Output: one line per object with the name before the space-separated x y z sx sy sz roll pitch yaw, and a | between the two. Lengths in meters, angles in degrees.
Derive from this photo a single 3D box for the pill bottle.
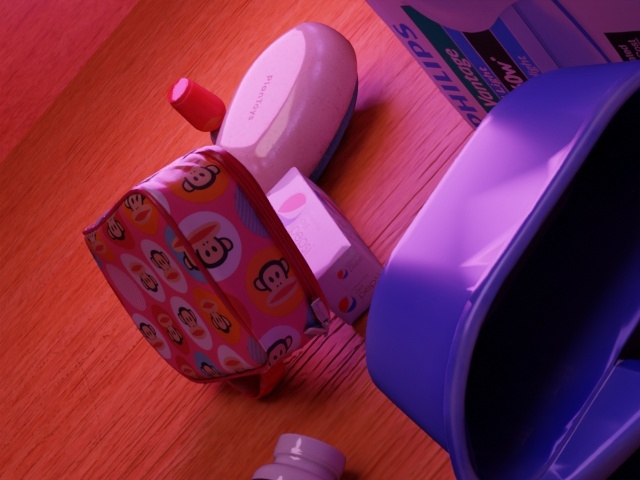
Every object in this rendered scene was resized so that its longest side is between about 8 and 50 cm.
pill bottle | -0.031 0.249 0.802 0.086 0.086 0.152 -12 49 46

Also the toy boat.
toy boat | -0.071 -0.164 1.265 0.318 0.148 0.268 11 71 48

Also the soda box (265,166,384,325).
soda box | 0.000 0.000 1.038 0.069 0.074 0.216 -46 31 7

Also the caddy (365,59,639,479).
caddy | 0.192 0.036 0.597 0.341 0.241 0.179 -55 27 -8

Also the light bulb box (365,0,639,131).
light bulb box | 0.206 -0.273 0.792 0.225 0.358 0.361 -55 30 -12

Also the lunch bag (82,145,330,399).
lunch bag | -0.118 0.052 0.973 0.120 0.258 0.293 -37 9 -28
